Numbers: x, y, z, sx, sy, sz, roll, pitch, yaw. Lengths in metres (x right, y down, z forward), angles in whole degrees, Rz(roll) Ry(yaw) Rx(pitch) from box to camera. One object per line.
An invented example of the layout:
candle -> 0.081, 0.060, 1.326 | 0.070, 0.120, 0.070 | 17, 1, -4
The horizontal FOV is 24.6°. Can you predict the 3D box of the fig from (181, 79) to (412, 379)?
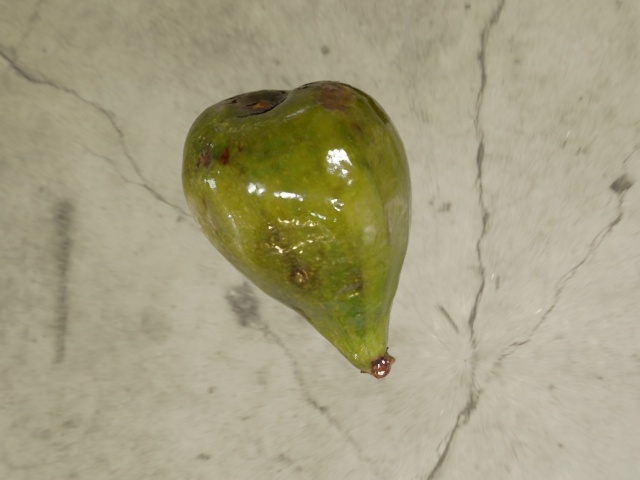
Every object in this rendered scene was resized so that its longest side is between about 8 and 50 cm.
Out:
fig -> -0.004, -0.013, 0.896 | 0.132, 0.185, 0.127 | -19, 42, 4
